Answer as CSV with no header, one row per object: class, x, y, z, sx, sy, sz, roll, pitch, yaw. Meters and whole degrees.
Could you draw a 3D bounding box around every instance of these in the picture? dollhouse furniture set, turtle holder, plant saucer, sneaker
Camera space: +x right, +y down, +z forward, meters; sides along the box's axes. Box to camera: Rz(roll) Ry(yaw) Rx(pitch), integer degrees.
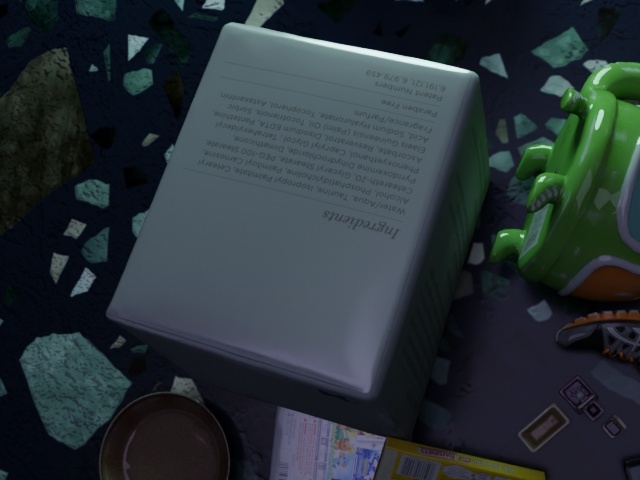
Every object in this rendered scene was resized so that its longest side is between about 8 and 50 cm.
dollhouse furniture set,0.317,0.239,1.273,0.114,0.081,0.091,-41,73,4
turtle holder,0.372,-0.066,1.263,0.228,0.243,0.320,22,45,3
plant saucer,-0.217,0.316,1.420,0.199,0.036,0.198,-3,78,14
sneaker,0.409,0.129,1.272,0.215,0.084,0.083,-2,84,13

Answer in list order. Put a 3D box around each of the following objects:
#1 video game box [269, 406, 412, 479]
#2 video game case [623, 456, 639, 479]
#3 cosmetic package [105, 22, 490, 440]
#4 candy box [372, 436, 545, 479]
video game box,0.030,0.274,1.359,0.187,0.048,0.205,3,80,16
video game case,0.525,0.343,1.160,0.275,0.035,0.248,-14,49,7
cosmetic package,0.000,0.000,1.245,0.328,0.329,0.393,15,74,16
candy box,0.171,0.315,1.269,0.206,0.027,0.105,13,124,0
